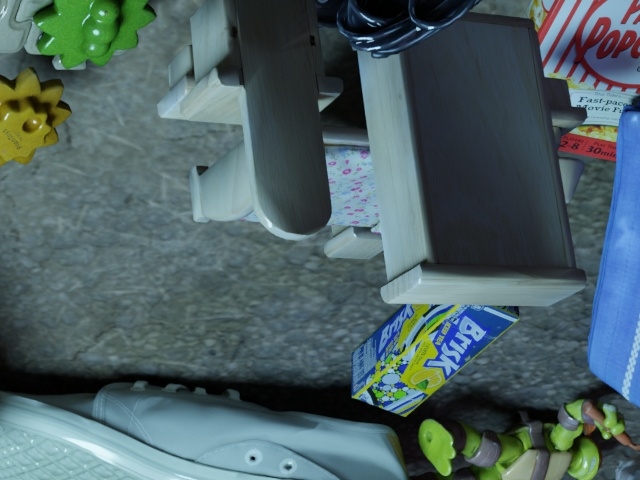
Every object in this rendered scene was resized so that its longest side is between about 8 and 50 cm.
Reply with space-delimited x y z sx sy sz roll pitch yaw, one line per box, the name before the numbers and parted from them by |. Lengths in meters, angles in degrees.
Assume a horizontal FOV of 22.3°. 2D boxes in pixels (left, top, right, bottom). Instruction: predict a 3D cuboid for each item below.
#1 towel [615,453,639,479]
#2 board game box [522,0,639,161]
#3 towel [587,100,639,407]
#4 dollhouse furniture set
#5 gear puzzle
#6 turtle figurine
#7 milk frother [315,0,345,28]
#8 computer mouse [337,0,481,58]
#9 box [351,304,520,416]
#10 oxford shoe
towel | 0.401 0.199 1.292 0.317 0.053 0.332 -6 177 6
board game box | 0.216 -0.140 1.144 0.147 0.045 0.193 9 138 -13
towel | 0.300 0.070 1.085 0.040 0.336 0.243 -13 123 -28
dollhouse furniture set | 0.000 0.000 1.078 0.303 0.174 0.355 3 159 -28
gear puzzle | -0.169 -0.164 1.026 0.175 0.044 0.339 -3 137 -35
turtle figurine | 0.188 0.196 1.500 0.217 0.087 0.269 1 140 -29
milk frother | 0.003 -0.211 1.025 0.129 0.143 0.135 2 108 -33
computer mouse | 0.056 -0.247 0.890 0.188 0.272 0.072 -28 167 20
box | 0.096 0.081 1.390 0.059 0.054 0.169 22 134 -25
oxford shoe | -0.126 0.193 1.469 0.449 0.130 0.169 10 146 8
